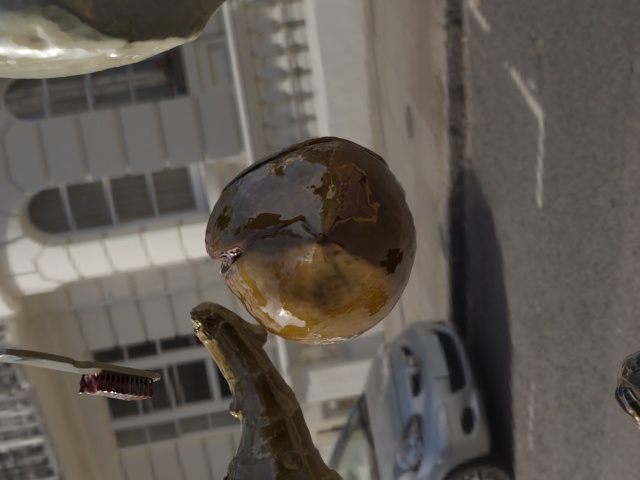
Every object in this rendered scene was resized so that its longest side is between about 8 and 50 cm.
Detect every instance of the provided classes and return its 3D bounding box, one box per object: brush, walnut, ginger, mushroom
[{"bbox_3d":[-0.366,0.202,1.564,0.321,0.060,0.050,23,-114,-54],"label":"brush"},{"bbox_3d":[0.000,0.000,0.989,0.298,0.203,0.203,156,104,-84],"label":"walnut"},{"bbox_3d":[-0.072,0.203,1.145,0.294,0.131,0.086,64,159,14],"label":"ginger"},{"bbox_3d":[-0.245,-0.190,0.820,0.128,0.350,0.128,2,-90,-77],"label":"mushroom"}]

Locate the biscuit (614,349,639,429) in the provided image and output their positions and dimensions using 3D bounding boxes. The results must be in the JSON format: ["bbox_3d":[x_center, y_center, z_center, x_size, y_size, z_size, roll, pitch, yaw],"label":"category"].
[{"bbox_3d":[0.461,0.235,1.115,0.332,0.103,0.332,40,178,2],"label":"biscuit"}]
